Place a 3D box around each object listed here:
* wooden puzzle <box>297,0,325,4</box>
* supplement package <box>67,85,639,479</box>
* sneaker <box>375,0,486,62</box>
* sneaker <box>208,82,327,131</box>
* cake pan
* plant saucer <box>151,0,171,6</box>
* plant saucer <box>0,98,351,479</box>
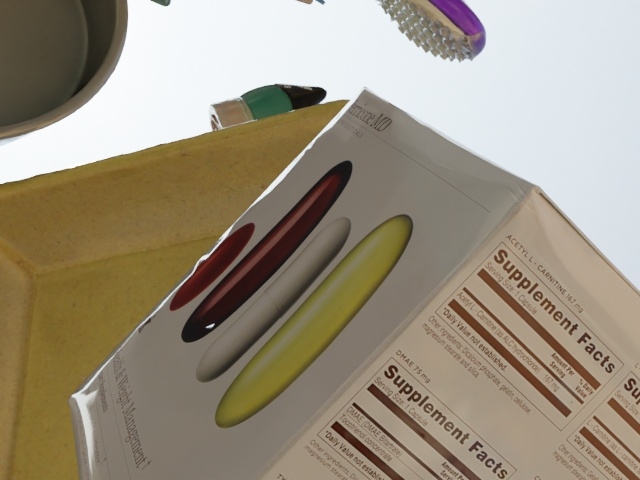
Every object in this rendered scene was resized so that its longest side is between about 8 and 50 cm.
[{"bbox_3d":[-0.047,-0.322,1.444,0.014,0.116,0.078,-50,-119,28],"label":"wooden puzzle"},{"bbox_3d":[0.023,0.072,0.481,0.203,0.149,0.194,-47,-158,1],"label":"supplement package"},{"bbox_3d":[0.107,-0.330,1.318,0.146,0.102,0.293,-41,-115,-3],"label":"sneaker"},{"bbox_3d":[0.000,0.000,1.081,0.121,0.302,0.108,-19,-175,-11],"label":"sneaker"},{"bbox_3d":[-0.293,-0.187,0.884,0.054,0.293,0.293,-46,-148,51],"label":"cake pan"},{"bbox_3d":[-0.109,-0.220,0.698,0.018,0.067,0.192,-45,-146,42],"label":"plant saucer"},{"bbox_3d":[-0.105,0.099,0.750,0.333,0.081,0.332,-12,-120,20],"label":"plant saucer"}]
